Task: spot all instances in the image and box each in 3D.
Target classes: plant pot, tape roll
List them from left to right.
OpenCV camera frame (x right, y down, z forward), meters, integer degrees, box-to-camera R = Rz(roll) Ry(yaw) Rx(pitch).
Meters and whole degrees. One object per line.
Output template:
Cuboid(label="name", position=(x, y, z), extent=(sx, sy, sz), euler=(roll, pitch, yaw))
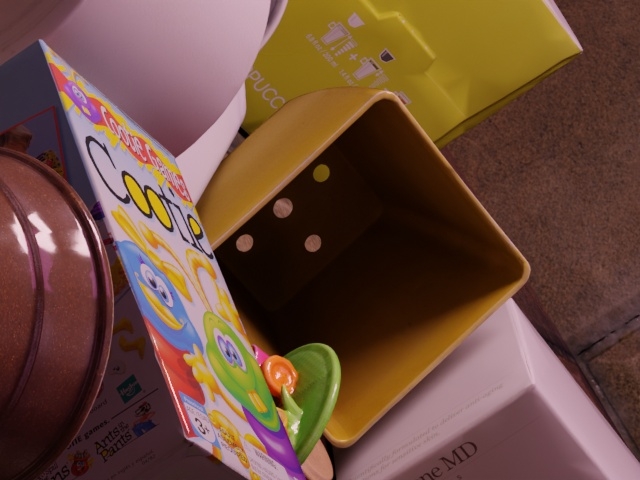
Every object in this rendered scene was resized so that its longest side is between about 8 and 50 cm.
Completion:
Cuboid(label="plant pot", position=(-0.202, 0.025, 0.810), extent=(0.165, 0.167, 0.167), euler=(19, 38, -59))
Cuboid(label="tape roll", position=(-0.175, -0.168, 1.194), extent=(0.169, 0.246, 0.246), euler=(36, 23, -58))
Cuboid(label="plant pot", position=(0.000, 0.000, 1.562), extent=(0.212, 0.212, 0.187), euler=(49, -5, -27))

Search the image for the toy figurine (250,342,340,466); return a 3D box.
Cuboid(label="toy figurine", position=(-0.092, 0.097, 1.220), extent=(0.159, 0.130, 0.173), euler=(36, 44, -22))

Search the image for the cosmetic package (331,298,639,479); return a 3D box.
Cuboid(label="cosmetic package", position=(0.189, 0.254, 1.623), extent=(0.365, 0.197, 0.155), euler=(49, 15, -23))

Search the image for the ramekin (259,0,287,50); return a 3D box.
Cuboid(label="ramekin", position=(-0.135, -0.245, 1.681), extent=(0.207, 0.207, 0.109), euler=(50, 4, -24))

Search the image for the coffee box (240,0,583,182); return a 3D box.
Cuboid(label="coffee box", position=(0.020, -0.297, 2.077), extent=(0.337, 0.338, 0.334), euler=(44, 18, -44))

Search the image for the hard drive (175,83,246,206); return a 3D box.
Cuboid(label="hard drive", position=(-0.111, -0.133, 1.497), extent=(0.307, 0.040, 0.203), euler=(-69, 158, -65))

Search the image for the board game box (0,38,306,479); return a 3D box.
Cuboid(label="board game box", position=(-0.128, 0.057, 1.016), extent=(0.142, 0.144, 0.275), euler=(42, 19, -51))

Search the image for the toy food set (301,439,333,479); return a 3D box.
Cuboid(label="toy food set", position=(-0.017, 0.159, 1.481), extent=(0.083, 0.020, 0.082), euler=(59, 12, 14))
